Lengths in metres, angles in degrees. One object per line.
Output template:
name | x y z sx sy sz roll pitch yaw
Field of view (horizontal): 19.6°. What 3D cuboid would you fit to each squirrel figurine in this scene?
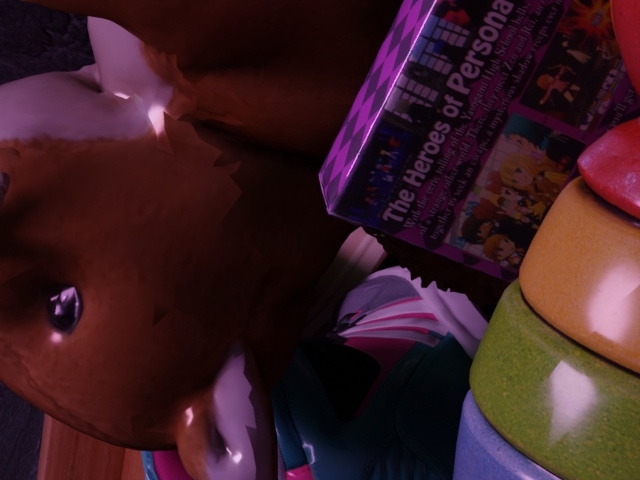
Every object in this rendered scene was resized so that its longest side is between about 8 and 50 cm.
squirrel figurine | 0.024 -0.077 0.764 0.281 0.397 0.370 36 108 58

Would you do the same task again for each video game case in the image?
video game case | 0.141 -0.076 0.622 0.042 0.210 0.232 -106 39 -64

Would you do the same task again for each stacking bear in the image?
stacking bear | 0.123 0.024 0.553 0.164 0.175 0.289 25 109 36

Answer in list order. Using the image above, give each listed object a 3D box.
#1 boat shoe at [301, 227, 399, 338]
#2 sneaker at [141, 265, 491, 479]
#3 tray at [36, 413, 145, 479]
boat shoe | 0.000 0.000 1.164 0.302 0.098 0.109 -55 -10 32
sneaker | -0.006 0.085 0.956 0.295 0.178 0.124 -136 46 -74
tray | -0.111 0.170 1.160 0.203 0.076 0.411 34 118 58
